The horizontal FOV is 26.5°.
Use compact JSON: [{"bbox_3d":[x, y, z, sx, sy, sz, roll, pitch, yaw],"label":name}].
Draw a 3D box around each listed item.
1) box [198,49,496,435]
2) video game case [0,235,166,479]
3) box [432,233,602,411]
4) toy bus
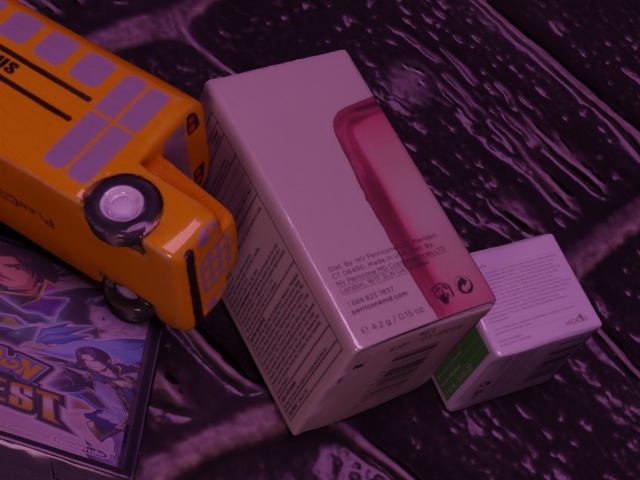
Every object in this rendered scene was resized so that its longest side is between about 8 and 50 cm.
[{"bbox_3d":[0.000,0.000,1.005,0.126,0.149,0.232,-17,67,-29],"label":"box"},{"bbox_3d":[-0.240,0.056,0.874,0.274,0.035,0.248,18,22,-8],"label":"video game case"},{"bbox_3d":[0.138,0.063,1.044,0.102,0.101,0.087,-13,64,-26],"label":"box"},{"bbox_3d":[-0.195,-0.074,0.955,0.332,0.108,0.130,30,61,18],"label":"toy bus"}]
